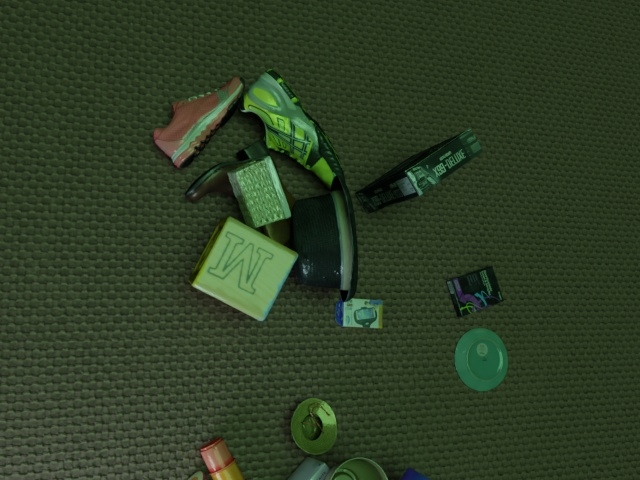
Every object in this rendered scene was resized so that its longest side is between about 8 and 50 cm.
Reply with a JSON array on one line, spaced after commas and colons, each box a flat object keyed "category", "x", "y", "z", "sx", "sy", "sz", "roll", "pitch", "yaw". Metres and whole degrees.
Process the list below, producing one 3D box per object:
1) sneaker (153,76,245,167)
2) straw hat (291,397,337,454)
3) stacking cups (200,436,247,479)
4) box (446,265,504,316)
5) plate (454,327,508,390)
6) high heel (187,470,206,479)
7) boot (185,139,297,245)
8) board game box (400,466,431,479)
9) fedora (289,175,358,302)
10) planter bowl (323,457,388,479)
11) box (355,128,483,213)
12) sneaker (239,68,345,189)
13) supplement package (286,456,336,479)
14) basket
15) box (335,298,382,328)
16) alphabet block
[{"category": "sneaker", "x": -0.321, "y": -0.345, "z": 1.699, "sx": 0.136, "sy": 0.116, "sz": 0.314, "roll": 38, "pitch": 69, "yaw": -6}, {"category": "straw hat", "x": -0.027, "y": 0.494, "z": 1.682, "sx": 0.144, "sy": 0.061, "sz": 0.144, "roll": 13, "pitch": 60, "yaw": -25}, {"category": "stacking cups", "x": -0.195, "y": 0.640, "z": 1.580, "sx": 0.096, "sy": 0.096, "sz": 0.316, "roll": -23, "pitch": 88, "yaw": -22}, {"category": "box", "x": 0.471, "y": 0.154, "z": 1.941, "sx": 0.162, "sy": 0.029, "sz": 0.116, "roll": -17, "pitch": 86, "yaw": -23}, {"category": "plate", "x": 0.488, "y": 0.356, "z": 1.913, "sx": 0.188, "sy": 0.024, "sz": 0.188, "roll": 3, "pitch": 80, "yaw": -19}, {"category": "high heel", "x": -0.307, "y": 0.694, "z": 1.550, "sx": 0.117, "sy": 0.082, "sz": 0.244, "roll": 41, "pitch": 53, "yaw": -39}, {"category": "boot", "x": -0.194, "y": -0.093, "z": 1.734, "sx": 0.264, "sy": 0.096, "sz": 0.280, "roll": -36, "pitch": 102, "yaw": -27}, {"category": "board game box", "x": 0.261, "y": 0.774, "z": 1.642, "sx": 0.233, "sy": 0.078, "sz": 0.347, "roll": -52, "pitch": 129, "yaw": -20}, {"category": "fedora", "x": 0.000, "y": 0.000, "z": 1.669, "sx": 0.153, "sy": 0.334, "sz": 0.334, "roll": -5, "pitch": 82, "yaw": -8}, {"category": "planter bowl", "x": 0.070, "y": 0.599, "z": 1.527, "sx": 0.162, "sy": 0.109, "sz": 0.162, "roll": 5, "pitch": 76, "yaw": -21}, {"category": "box", "x": 0.267, "y": -0.186, "z": 1.778, "sx": 0.242, "sy": 0.307, "sz": 0.076, "roll": -34, "pitch": 97, "yaw": -21}, {"category": "sneaker", "x": -0.070, "y": -0.285, "z": 1.782, "sx": 0.147, "sy": 0.145, "sz": 0.384, "roll": -36, "pitch": 103, "yaw": 8}, {"category": "supplement package", "x": 0.023, "y": 0.691, "z": 1.623, "sx": 0.139, "sy": 0.134, "sz": 0.244, "roll": -43, "pitch": 96, "yaw": -24}, {"category": "basket", "x": -0.160, "y": -0.122, "z": 1.639, "sx": 0.103, "sy": 0.113, "sz": 0.167, "roll": -22, "pitch": 102, "yaw": -17}, {"category": "box", "x": 0.109, "y": 0.205, "z": 1.802, "sx": 0.136, "sy": 0.028, "sz": 0.081, "roll": 5, "pitch": 79, "yaw": -21}, {"category": "alphabet block", "x": -0.200, "y": 0.069, "z": 1.613, "sx": 0.197, "sy": 0.192, "sz": 0.193, "roll": 29, "pitch": 82, "yaw": -14}]
